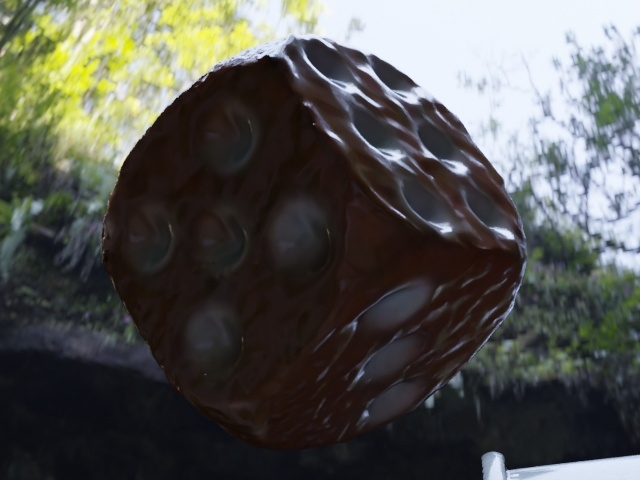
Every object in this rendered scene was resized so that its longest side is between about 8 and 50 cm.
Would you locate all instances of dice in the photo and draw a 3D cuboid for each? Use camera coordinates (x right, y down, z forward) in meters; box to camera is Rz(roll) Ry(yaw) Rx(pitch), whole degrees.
[{"bbox_3d":[0.000,0.000,0.853,0.174,0.175,0.179,8,-51,-52],"label":"dice"}]

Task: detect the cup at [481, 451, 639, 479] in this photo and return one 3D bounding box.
[{"bbox_3d":[0.202,0.166,0.484,0.274,0.253,0.253,-13,-65,5],"label":"cup"}]
